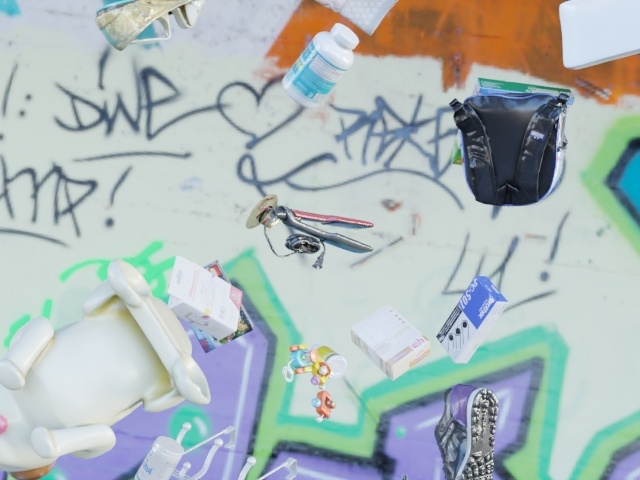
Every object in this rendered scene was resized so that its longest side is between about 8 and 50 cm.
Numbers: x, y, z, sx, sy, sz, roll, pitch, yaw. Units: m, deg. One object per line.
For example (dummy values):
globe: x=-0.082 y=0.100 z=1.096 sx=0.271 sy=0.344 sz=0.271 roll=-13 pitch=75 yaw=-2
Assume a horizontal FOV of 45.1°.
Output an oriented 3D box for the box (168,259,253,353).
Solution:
box: x=-0.318 y=0.193 z=2.252 sx=0.159 sy=0.233 sz=0.044 roll=-27 pitch=14 yaw=2

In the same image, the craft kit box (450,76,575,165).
craft kit box: x=0.491 y=-0.291 z=1.993 sx=0.250 sy=0.060 sz=0.246 roll=6 pitch=-49 yaw=-8

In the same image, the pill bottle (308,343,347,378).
pill bottle: x=0.014 y=0.307 z=1.981 sx=0.065 sy=0.065 sz=0.116 roll=13 pitch=6 yaw=-31

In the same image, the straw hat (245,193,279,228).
straw hat: x=-0.160 y=-0.073 z=2.372 sx=0.061 sy=0.144 sz=0.145 roll=44 pitch=-26 yaw=-27

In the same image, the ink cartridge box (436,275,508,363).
ink cartridge box: x=0.370 y=0.196 z=1.892 sx=0.046 sy=0.207 sz=0.097 roll=6 pitch=35 yaw=-34

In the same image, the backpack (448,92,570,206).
backpack: x=0.456 y=-0.212 z=1.827 sx=0.277 sy=0.263 sz=0.213 roll=5 pitch=6 yaw=30

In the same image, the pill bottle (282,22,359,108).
pill bottle: x=0.006 y=-0.554 z=2.433 sx=0.146 sy=0.146 sz=0.264 roll=15 pitch=-49 yaw=-39

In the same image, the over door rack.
over door rack: x=-0.239 y=0.544 z=1.952 sx=0.240 sy=0.108 sz=0.324 roll=18 pitch=8 yaw=33

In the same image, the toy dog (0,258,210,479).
toy dog: x=-0.446 y=0.242 z=1.365 sx=0.408 sy=0.284 sz=0.395 roll=-32 pitch=10 yaw=-6

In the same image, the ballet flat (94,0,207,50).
ballet flat: x=-0.353 y=-0.525 z=1.769 sx=0.349 sy=0.123 sz=0.123 roll=-36 pitch=21 yaw=-35

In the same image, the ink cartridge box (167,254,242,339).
ink cartridge box: x=-0.281 y=0.131 z=1.778 sx=0.067 sy=0.115 sz=0.198 roll=-29 pitch=-51 yaw=34

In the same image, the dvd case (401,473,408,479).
dvd case: x=0.187 y=0.614 z=1.563 sx=0.018 sy=0.164 sz=0.221 roll=-8 pitch=29 yaw=7

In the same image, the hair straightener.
hair straightener: x=0.000 y=0.000 z=1.176 sx=0.047 sy=0.088 sz=0.231 roll=-6 pitch=-12 yaw=40

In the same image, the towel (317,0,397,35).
towel: x=0.080 y=-0.649 z=1.653 sx=0.317 sy=0.053 sz=0.332 roll=29 pitch=-59 yaw=-21

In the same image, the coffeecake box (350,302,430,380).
coffeecake box: x=0.199 y=0.287 z=2.195 sx=0.185 sy=0.142 sz=0.068 roll=42 pitch=-28 yaw=38

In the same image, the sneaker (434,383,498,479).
sneaker: x=0.309 y=0.459 z=1.700 sx=0.107 sy=0.283 sz=0.124 roll=17 pitch=-9 yaw=-35

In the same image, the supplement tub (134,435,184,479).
supplement tub: x=-0.357 y=0.497 z=1.706 sx=0.071 sy=0.107 sz=0.071 roll=29 pitch=6 yaw=-3

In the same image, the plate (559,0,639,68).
plate: x=0.723 y=-0.518 z=1.849 sx=0.278 sy=0.277 sz=0.045 roll=-11 pitch=-45 yaw=24

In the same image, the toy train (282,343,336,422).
toy train: x=-0.010 y=0.279 z=1.549 sx=0.046 sy=0.125 sz=0.166 roll=-20 pitch=-53 yaw=25
